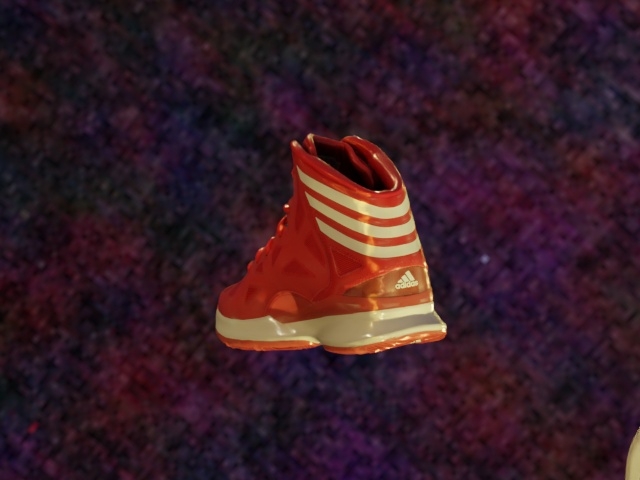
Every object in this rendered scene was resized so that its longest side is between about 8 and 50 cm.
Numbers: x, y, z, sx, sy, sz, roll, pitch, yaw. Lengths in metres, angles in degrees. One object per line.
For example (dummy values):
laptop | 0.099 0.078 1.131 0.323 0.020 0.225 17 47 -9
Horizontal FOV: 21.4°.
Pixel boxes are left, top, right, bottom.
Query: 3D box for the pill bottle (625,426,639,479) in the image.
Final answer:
pill bottle | 0.316 0.107 1.061 0.176 0.176 0.318 47 36 15

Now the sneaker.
sneaker | 0.000 0.000 1.029 0.087 0.221 0.128 -7 92 -33
